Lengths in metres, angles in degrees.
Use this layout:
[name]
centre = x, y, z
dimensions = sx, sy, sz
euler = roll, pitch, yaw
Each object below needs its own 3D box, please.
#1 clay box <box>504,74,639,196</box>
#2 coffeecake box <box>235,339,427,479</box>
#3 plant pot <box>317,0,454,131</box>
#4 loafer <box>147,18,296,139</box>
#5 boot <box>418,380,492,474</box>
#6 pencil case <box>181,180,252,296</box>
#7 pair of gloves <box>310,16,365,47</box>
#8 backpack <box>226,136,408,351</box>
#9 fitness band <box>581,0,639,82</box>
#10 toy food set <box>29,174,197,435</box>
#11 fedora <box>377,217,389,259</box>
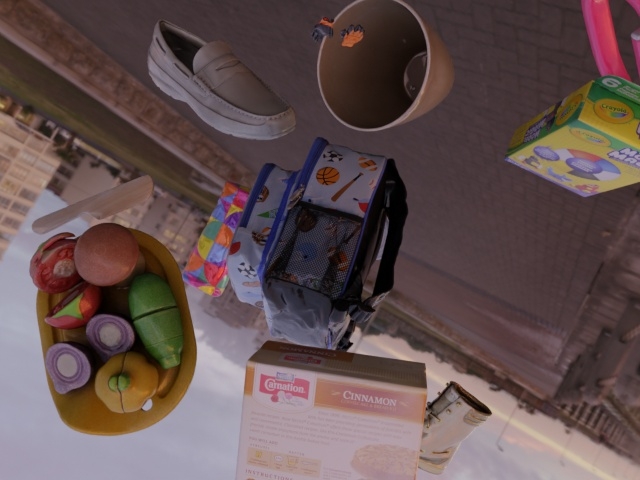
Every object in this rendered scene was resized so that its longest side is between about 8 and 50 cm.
[clay box]
centre = 0.323, -0.114, 0.657
dimensions = 0.127, 0.053, 0.222
euler = 25, 175, -2
[coffeecake box]
centre = 0.007, 0.189, 0.464
dimensions = 0.142, 0.186, 0.068
euler = 7, -174, 8
[plant pot]
centre = 0.174, -0.363, 1.199
dimensions = 0.256, 0.257, 0.274
euler = 28, -156, 29
[loafer]
centre = -0.168, -0.259, 0.895
dimensions = 0.319, 0.112, 0.112
euler = 32, 136, 25
[boot]
centre = 0.179, 0.312, 0.979
dimensions = 0.213, 0.165, 0.077
euler = 28, -160, -21
[pencil case]
centre = -0.198, -0.002, 1.138
dimensions = 0.104, 0.237, 0.104
euler = 28, -176, -2
[pair of gloves]
centre = 0.028, -0.335, 0.908
dimensions = 0.083, 0.010, 0.074
euler = 6, 174, -16
[backpack]
centre = 0.000, 0.000, 0.769
dimensions = 0.213, 0.264, 0.277
euler = 25, 158, 4
[fitness band]
centre = 0.560, -0.355, 1.028
dimensions = 0.291, 0.054, 0.209
euler = 53, -166, -37
[toy food set]
centre = -0.181, 0.049, 0.457
dimensions = 0.071, 0.128, 0.218
euler = 94, 159, -76
[fedora]
centre = 0.026, -0.044, 1.223
dimensions = 0.243, 0.124, 0.276
euler = -5, 117, 58
